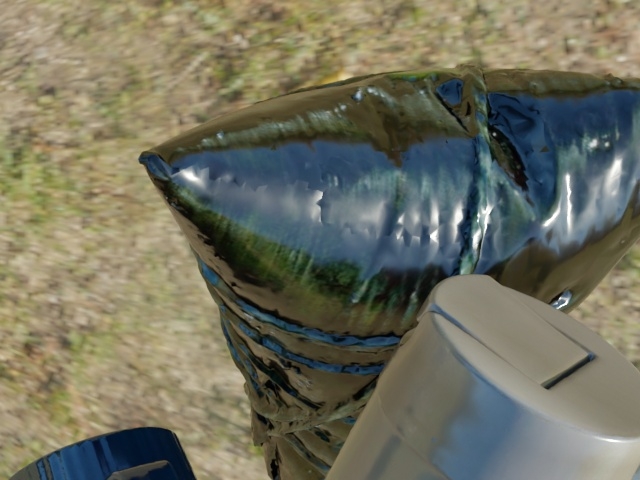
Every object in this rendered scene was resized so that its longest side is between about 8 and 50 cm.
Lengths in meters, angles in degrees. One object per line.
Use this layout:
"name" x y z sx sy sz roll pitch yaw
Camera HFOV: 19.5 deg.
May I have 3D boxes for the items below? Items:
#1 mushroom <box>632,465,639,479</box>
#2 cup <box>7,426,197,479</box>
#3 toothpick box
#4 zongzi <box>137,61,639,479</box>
"mushroom" 0.110 0.236 0.967 0.128 0.128 0.350 38 64 -19
"cup" -0.100 0.186 1.032 0.131 0.176 0.155 -10 66 -29
"toothpick box" 0.055 0.117 0.786 0.111 0.111 0.181 18 114 -21
"zongzi" 0.000 0.000 1.109 0.362 0.383 0.319 1 69 -35
